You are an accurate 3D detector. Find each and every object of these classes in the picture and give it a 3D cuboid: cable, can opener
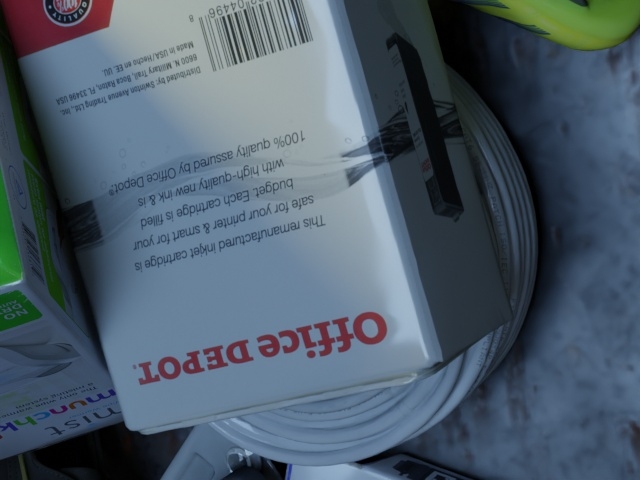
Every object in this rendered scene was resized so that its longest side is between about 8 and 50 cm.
[{"bbox_3d":[0.000,0.000,1.099,0.257,0.089,0.257,46,118,12],"label":"cable"},{"bbox_3d":[-0.114,0.229,1.209,0.074,0.093,0.280,40,120,14],"label":"can opener"}]

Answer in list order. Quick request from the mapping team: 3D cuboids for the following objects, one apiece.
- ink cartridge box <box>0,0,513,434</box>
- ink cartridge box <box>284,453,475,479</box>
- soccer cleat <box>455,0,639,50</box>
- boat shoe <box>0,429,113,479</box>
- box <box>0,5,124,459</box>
[{"bbox_3d":[-0.036,-0.053,0.988,0.197,0.114,0.272,-14,93,29],"label":"ink cartridge box"},{"bbox_3d":[0.063,0.242,1.138,0.208,0.045,0.206,18,108,23],"label":"ink cartridge box"},{"bbox_3d":[0.051,-0.177,1.052,0.289,0.093,0.121,30,143,15],"label":"soccer cleat"},{"bbox_3d":[-0.170,0.158,1.187,0.069,0.081,0.227,-38,56,30],"label":"boat shoe"},{"bbox_3d":[-0.205,-0.036,1.044,0.127,0.231,0.262,-18,67,3],"label":"box"}]
